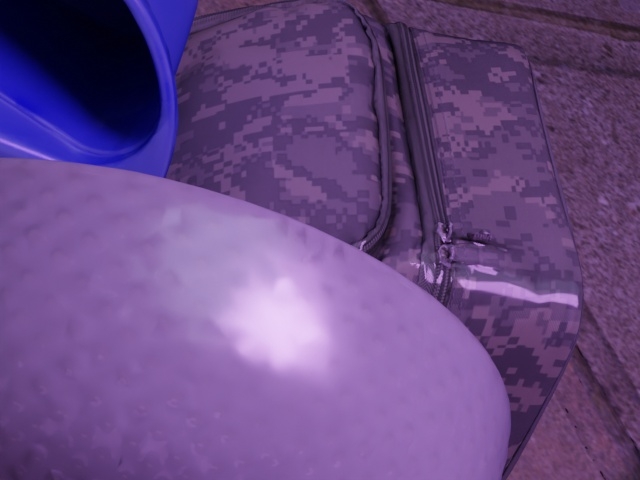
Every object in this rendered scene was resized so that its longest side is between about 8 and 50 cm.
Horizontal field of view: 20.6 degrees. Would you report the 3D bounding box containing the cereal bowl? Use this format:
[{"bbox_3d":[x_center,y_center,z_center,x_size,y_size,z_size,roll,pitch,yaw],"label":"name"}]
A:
[{"bbox_3d":[-0.092,0.112,0.773,0.339,0.339,0.141,24,57,-20],"label":"cereal bowl"}]

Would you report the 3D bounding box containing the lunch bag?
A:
[{"bbox_3d":[0.000,0.000,1.083,0.256,0.213,0.305,9,41,-11],"label":"lunch bag"}]

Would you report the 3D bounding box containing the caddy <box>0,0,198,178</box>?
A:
[{"bbox_3d":[-0.231,-0.124,0.973,0.341,0.241,0.179,33,29,-8],"label":"caddy"}]
